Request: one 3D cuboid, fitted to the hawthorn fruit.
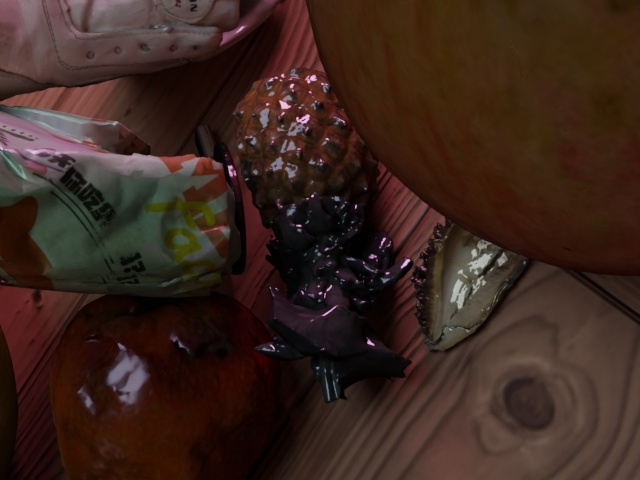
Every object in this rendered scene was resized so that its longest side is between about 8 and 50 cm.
[{"bbox_3d":[-0.107,0.119,0.957,0.174,0.173,0.179,-1,73,37],"label":"hawthorn fruit"}]

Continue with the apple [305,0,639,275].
[{"bbox_3d":[0.159,-0.162,0.749,0.364,0.364,0.363,-13,67,33],"label":"apple"}]

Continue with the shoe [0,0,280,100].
[{"bbox_3d":[-0.161,-0.185,1.017,0.211,0.342,0.132,-6,99,27],"label":"shoe"}]

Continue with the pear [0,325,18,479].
[{"bbox_3d":[-0.388,0.155,1.128,0.340,0.191,0.386,-7,58,29],"label":"pear"}]

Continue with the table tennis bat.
[{"bbox_3d":[-0.078,-0.039,1.053,0.158,0.014,0.095,-112,18,-49],"label":"table tennis bat"}]

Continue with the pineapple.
[{"bbox_3d":[0.000,0.000,0.948,0.119,0.111,0.237,-13,64,1],"label":"pineapple"}]

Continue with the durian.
[{"bbox_3d":[0.100,0.015,0.926,0.066,0.052,0.130,34,101,1],"label":"durian"}]

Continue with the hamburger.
[{"bbox_3d":[-0.167,-0.023,0.939,0.235,0.214,0.125,10,87,61],"label":"hamburger"}]
